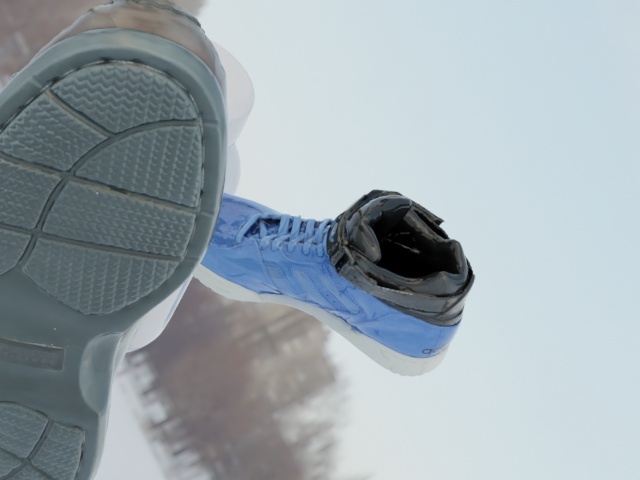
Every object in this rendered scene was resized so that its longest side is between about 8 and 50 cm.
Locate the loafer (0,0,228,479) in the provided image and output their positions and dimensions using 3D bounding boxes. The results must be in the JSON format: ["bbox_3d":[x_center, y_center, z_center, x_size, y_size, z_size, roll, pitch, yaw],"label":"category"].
[{"bbox_3d":[-0.099,-0.001,0.696,0.084,0.096,0.267,-84,-166,-44],"label":"loafer"}]

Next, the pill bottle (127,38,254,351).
[{"bbox_3d":[-0.111,-0.031,1.088,0.112,0.112,0.187,59,-44,32],"label":"pill bottle"}]

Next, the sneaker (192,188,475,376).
[{"bbox_3d":[0.000,-0.001,0.857,0.152,0.058,0.084,29,-40,7],"label":"sneaker"}]
